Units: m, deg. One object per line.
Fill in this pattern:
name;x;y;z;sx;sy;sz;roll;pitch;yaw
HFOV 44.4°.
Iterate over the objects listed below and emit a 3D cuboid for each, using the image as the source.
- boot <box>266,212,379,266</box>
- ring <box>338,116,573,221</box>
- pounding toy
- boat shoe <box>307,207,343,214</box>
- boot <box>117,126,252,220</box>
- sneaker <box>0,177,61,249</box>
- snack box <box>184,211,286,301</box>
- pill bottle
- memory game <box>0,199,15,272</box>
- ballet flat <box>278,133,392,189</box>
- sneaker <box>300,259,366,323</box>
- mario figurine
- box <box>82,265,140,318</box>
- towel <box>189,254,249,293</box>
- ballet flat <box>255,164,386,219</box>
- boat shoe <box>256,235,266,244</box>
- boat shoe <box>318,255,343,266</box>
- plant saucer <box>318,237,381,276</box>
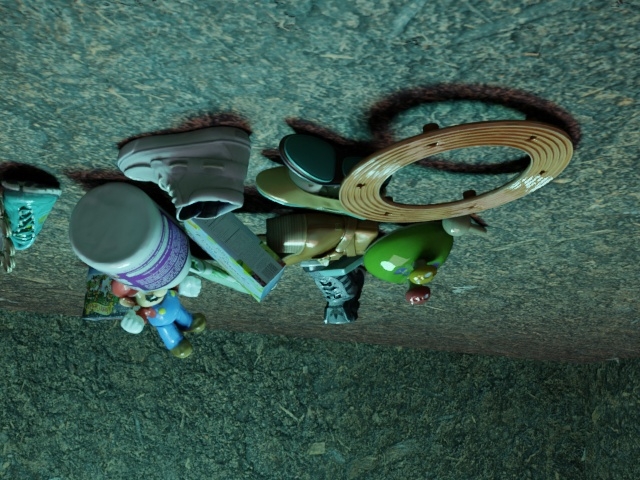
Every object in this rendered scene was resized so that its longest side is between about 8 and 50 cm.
boot;0.000;0.000;1.593;0.220;0.109;0.283;-2;163;-5
ring;0.191;-0.099;1.127;0.337;0.032;0.336;-7;162;-2
pounding toy;0.207;0.045;1.506;0.237;0.110;0.183;-27;153;19
boat shoe;-0.008;-0.079;1.370;0.153;0.048;0.056;10;178;2
boot;-0.218;-0.091;1.192;0.258;0.123;0.095;-7;163;36
sneaker;-0.554;-0.049;1.485;0.107;0.110;0.275;9;165;-19
snack box;-0.165;0.013;1.493;0.207;0.070;0.174;42;165;3
pill bottle;-0.355;0.008;1.535;0.169;0.169;0.301;2;165;9
memory game;-0.607;-0.030;1.465;0.012;0.186;0.186;-19;180;-33
ballet flat;0.013;-0.109;1.177;0.203;0.074;0.074;10;165;-33
sneaker;0.034;0.124;1.930;0.101;0.153;0.268;-4;164;28
mario figurine;-0.389;0.161;1.949;0.170;0.198;0.320;-26;133;8
box;-0.537;0.131;2.102;0.233;0.159;0.044;-6;163;33
towel;-0.310;0.061;1.871;0.248;0.038;0.325;18;172;20
ballet flat;0.007;-0.092;1.277;0.232;0.080;0.073;10;137;-33
boat shoe;-0.142;0.068;1.862;0.109;0.098;0.302;7;166;-12
boat shoe;0.018;0.029;1.743;0.170;0.059;0.063;-1;165;19
plant saucer;0.076;0.034;1.630;0.067;0.018;0.192;-7;-164;38
